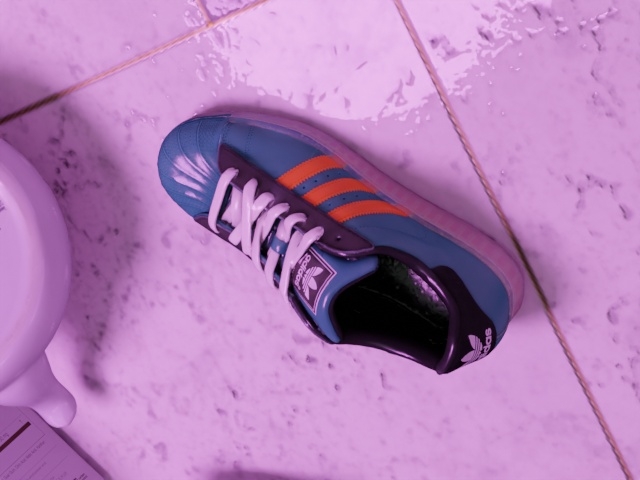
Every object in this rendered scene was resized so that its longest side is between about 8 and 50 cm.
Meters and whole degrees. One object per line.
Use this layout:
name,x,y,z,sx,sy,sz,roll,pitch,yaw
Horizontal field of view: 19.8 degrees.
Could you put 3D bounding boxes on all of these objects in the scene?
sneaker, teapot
sneaker,0.000,0.000,1.353,0.302,0.121,0.108,26,121,12
teapot,-0.316,0.016,1.475,0.253,0.187,0.256,7,90,1

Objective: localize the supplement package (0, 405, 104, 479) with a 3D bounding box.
supplement package,-0.374,0.193,1.578,0.293,0.175,0.177,43,125,1
